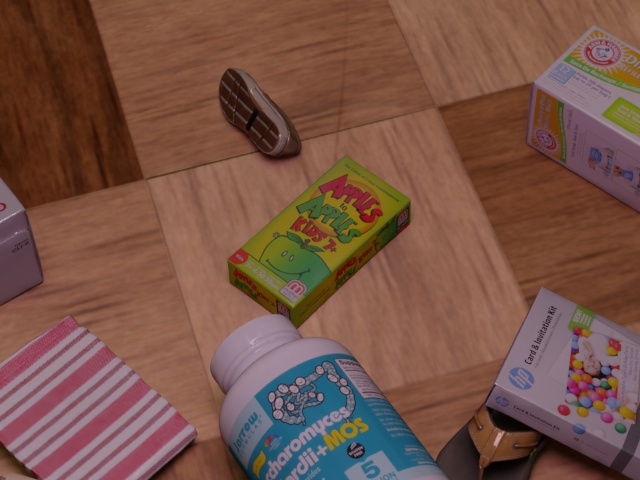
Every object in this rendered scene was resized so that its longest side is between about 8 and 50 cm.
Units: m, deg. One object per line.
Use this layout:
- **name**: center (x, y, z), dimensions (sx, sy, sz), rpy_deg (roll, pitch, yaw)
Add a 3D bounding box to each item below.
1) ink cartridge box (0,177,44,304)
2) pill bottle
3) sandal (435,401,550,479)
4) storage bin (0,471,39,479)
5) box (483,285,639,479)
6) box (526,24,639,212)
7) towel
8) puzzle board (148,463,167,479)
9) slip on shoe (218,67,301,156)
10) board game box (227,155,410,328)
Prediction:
- **ink cartridge box**: center (-0.384, -0.019, 1.691), dimensions (0.128, 0.127, 0.176), rpy_deg (-30, 58, -19)
- **pill bottle**: center (0.004, 0.189, 1.512), dimensions (0.146, 0.146, 0.264), rpy_deg (-28, 57, -18)
- **sandal**: center (0.181, 0.180, 1.565), dimensions (0.090, 0.060, 0.219), rpy_deg (35, 62, 25)
- **storage bin**: center (-0.217, 0.311, 1.372), dimensions (0.262, 0.123, 0.260), rpy_deg (13, 43, 17)
- **box**: center (0.264, 0.139, 1.569), dimensions (0.186, 0.038, 0.145), rpy_deg (26, 46, 7)
- **box**: center (0.331, -0.118, 1.755), dimensions (0.203, 0.103, 0.114), rpy_deg (34, 61, 24)
- **towel**: center (-0.232, 0.171, 1.595), dimensions (0.197, 0.029, 0.144), rpy_deg (39, 63, 24)
- **puzzle board**: center (-0.199, 0.182, 1.608), dimensions (0.128, 0.011, 0.096), rpy_deg (37, 63, 25)
- **slip on shoe**: center (-0.066, -0.140, 1.827), dimensions (0.041, 0.051, 0.135), rpy_deg (8, 30, -44)
- **board game box**: center (0.000, 0.000, 1.716), dimensions (0.092, 0.043, 0.181), rpy_deg (35, 62, 25)
